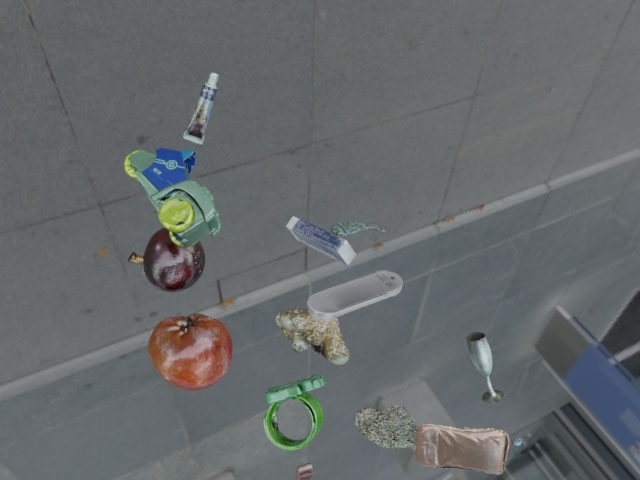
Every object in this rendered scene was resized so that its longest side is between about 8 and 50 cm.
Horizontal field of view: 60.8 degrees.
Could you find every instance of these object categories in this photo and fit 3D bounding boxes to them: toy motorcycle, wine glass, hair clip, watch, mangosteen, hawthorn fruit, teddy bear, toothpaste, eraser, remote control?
[{"bbox_3d":[-0.416,-0.153,1.587,0.200,0.326,0.191,-32,169,-12],"label":"toy motorcycle"},{"bbox_3d":[0.449,0.344,1.491,0.066,0.066,0.197,-23,105,-15],"label":"wine glass"},{"bbox_3d":[0.122,-0.038,1.682,0.229,0.066,0.036,-2,110,-43],"label":"hair clip"},{"bbox_3d":[-0.053,0.410,1.292,0.166,0.151,0.131,-16,168,8],"label":"watch"},{"bbox_3d":[-0.537,0.069,1.890,0.262,0.235,0.235,-2,144,10],"label":"mangosteen"},{"bbox_3d":[-0.444,0.383,1.889,0.285,0.284,0.284,-21,142,-17],"label":"hawthorn fruit"},{"bbox_3d":[-0.040,0.293,1.802,0.267,0.156,0.256,40,148,-17],"label":"teddy bear"},{"bbox_3d":[-0.340,-0.385,1.589,0.062,0.037,0.216,19,112,-15],"label":"toothpaste"},{"bbox_3d":[0.000,0.000,1.613,0.046,0.213,0.092,-55,144,-14],"label":"eraser"},{"bbox_3d":[0.080,0.118,1.209,0.245,0.077,0.022,-16,130,-29],"label":"remote control"}]

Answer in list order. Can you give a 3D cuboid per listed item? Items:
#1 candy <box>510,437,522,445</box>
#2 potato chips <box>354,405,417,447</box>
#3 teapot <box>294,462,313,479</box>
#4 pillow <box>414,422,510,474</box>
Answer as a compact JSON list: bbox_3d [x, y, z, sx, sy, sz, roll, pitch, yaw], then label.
[{"bbox_3d":[0.535,0.554,1.499,0.030,0.020,0.083,-8,157,5],"label":"candy"},{"bbox_3d":[0.204,0.549,1.617,0.142,0.209,0.026,-51,-176,-5],"label":"potato chips"},{"bbox_3d":[0.002,0.728,1.260,0.306,0.376,0.361,-6,132,-18],"label":"teapot"},{"bbox_3d":[0.326,0.484,1.267,0.211,0.034,0.135,4,116,10],"label":"pillow"}]
